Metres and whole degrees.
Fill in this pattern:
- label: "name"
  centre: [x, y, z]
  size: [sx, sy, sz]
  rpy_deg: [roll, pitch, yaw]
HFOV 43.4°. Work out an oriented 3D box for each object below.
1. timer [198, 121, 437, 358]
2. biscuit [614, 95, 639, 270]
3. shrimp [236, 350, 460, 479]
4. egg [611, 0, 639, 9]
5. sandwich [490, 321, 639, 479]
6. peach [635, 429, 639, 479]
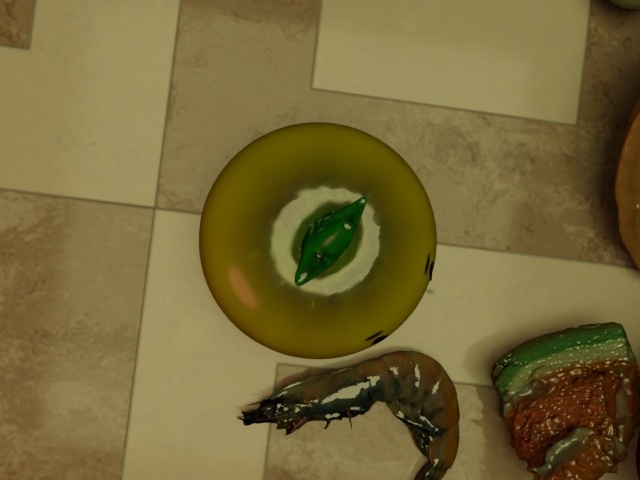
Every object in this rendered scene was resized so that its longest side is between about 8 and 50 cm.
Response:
- label: "timer"
  centre: [0.000, 0.000, 0.836]
  size: [0.285, 0.285, 0.285]
  rpy_deg: [0, 90, -5]
- label: "biscuit"
  centre: [0.517, -0.097, 0.885]
  size: [0.365, 0.062, 0.385]
  rpy_deg: [5, 122, 2]
- label: "shrimp"
  centre: [0.043, 0.242, 0.949]
  size: [0.262, 0.051, 0.198]
  rpy_deg: [-11, 91, -8]
- label: "egg"
  centre: [0.379, -0.350, 0.949]
  size: [0.114, 0.114, 0.152]
  rpy_deg: [7, 89, -5]
- label: "sandwich"
  centre: [0.298, 0.187, 0.917]
  size: [0.185, 0.160, 0.109]
  rpy_deg: [-26, 135, 1]
- label: "peach"
  centre: [0.514, 0.221, 0.837]
  size: [0.372, 0.372, 0.290]
  rpy_deg: [-4, 88, -5]
